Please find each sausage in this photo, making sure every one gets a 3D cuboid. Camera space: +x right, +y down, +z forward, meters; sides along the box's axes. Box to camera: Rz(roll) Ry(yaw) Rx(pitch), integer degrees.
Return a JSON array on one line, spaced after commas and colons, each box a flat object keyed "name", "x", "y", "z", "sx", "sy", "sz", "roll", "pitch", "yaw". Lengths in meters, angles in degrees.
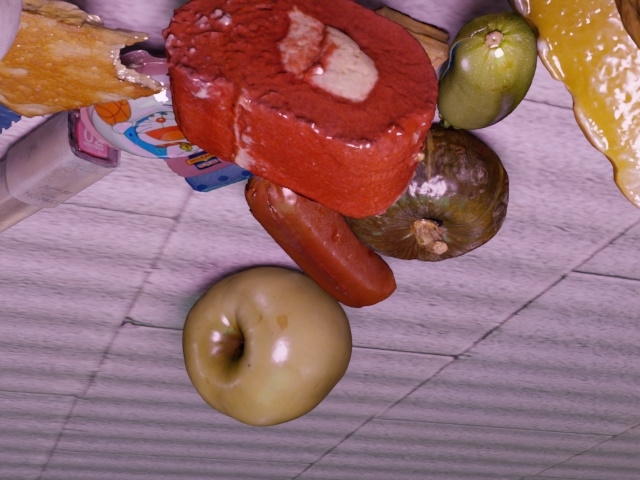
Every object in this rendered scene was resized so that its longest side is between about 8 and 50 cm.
[{"name": "sausage", "x": 0.000, "y": 0.000, "z": 1.400, "sx": 0.102, "sy": 0.102, "sz": 0.330, "roll": -17, "pitch": 141, "yaw": 24}]

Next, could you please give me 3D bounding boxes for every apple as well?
[{"name": "apple", "x": -0.079, "y": 0.167, "z": 1.587, "sx": 0.262, "sy": 0.262, "sz": 0.262, "roll": -3, "pitch": 152, "yaw": -1}]

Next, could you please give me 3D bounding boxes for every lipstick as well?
[{"name": "lipstick", "x": -0.355, "y": -0.078, "z": 1.263, "sx": 0.253, "sy": 0.077, "sz": 0.079, "roll": -26, "pitch": 151, "yaw": 36}]

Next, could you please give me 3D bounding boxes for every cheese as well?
[{"name": "cheese", "x": -0.165, "y": -0.133, "z": 1.178, "sx": 0.189, "sy": 0.074, "sz": 0.286, "roll": -15, "pitch": 151, "yaw": 14}]

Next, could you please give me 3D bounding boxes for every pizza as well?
[{"name": "pizza", "x": -0.270, "y": -0.193, "z": 1.021, "sx": 0.262, "sy": 0.034, "sz": 0.181, "roll": 1, "pitch": 146, "yaw": 28}]

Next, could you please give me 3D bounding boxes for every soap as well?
[{"name": "soap", "x": 0.363, "y": -0.214, "z": 1.127, "sx": 0.169, "sy": 0.304, "sz": 0.339, "roll": -29, "pitch": -177, "yaw": 30}]

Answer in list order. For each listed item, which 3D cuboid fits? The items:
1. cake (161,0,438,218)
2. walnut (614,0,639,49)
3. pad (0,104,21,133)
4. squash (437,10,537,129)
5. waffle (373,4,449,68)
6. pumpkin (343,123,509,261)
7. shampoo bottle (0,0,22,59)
[{"name": "cake", "x": -0.018, "y": -0.154, "z": 1.001, "sx": 0.283, "sy": 0.177, "sz": 0.151, "roll": 24, "pitch": 155, "yaw": 11}, {"name": "walnut", "x": 0.366, "y": -0.242, "z": 0.823, "sx": 0.283, "sy": 0.283, "sz": 0.227, "roll": -14, "pitch": 137, "yaw": 20}, {"name": "pad", "x": -0.398, "y": -0.208, "z": 1.084, "sx": 0.269, "sy": 0.012, "sz": 0.270, "roll": -26, "pitch": 145, "yaw": 36}, {"name": "squash", "x": 0.176, "y": -0.170, "z": 1.087, "sx": 0.095, "sy": 0.094, "sz": 0.341, "roll": -3, "pitch": 173, "yaw": 0}, {"name": "waffle", "x": 0.063, "y": -0.194, "z": 1.127, "sx": 0.102, "sy": 0.042, "sz": 0.148, "roll": 14, "pitch": 148, "yaw": -30}, {"name": "pumpkin", "x": 0.138, "y": -0.046, "z": 1.295, "sx": 0.219, "sy": 0.162, "sz": 0.219, "roll": -2, "pitch": 148, "yaw": -1}, {"name": "shampoo bottle", "x": -0.391, "y": -0.216, "z": 0.735, "sx": 0.317, "sy": 0.322, "sz": 0.322, "roll": -13, "pitch": 151, "yaw": 6}]
